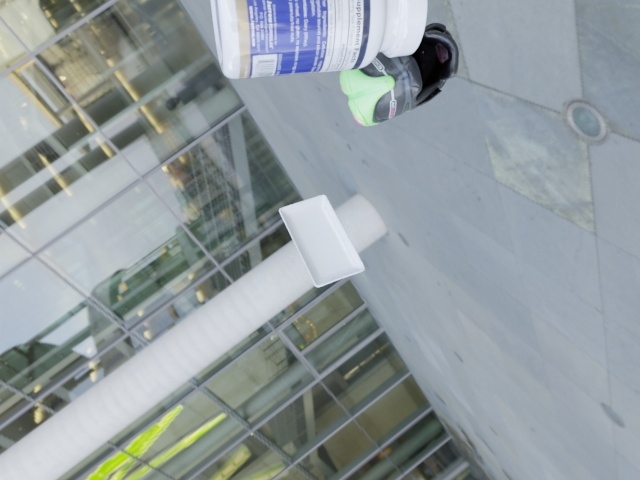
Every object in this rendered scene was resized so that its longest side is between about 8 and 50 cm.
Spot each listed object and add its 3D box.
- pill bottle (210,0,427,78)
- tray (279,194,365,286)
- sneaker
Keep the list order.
[{"bbox_3d":[-0.005,-0.300,0.669,0.153,0.265,0.153,171,90,-77],"label":"pill bottle"},{"bbox_3d":[0.000,0.000,1.385,0.030,0.145,0.270,96,152,-57],"label":"tray"},{"bbox_3d":[0.225,-0.379,1.130,0.202,0.483,0.185,-9,116,35],"label":"sneaker"}]
